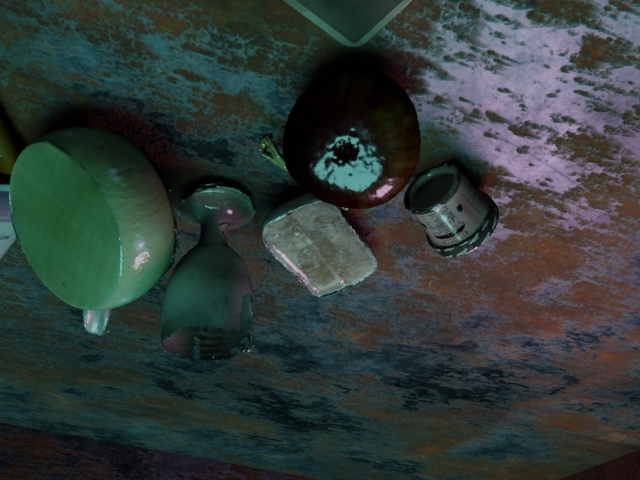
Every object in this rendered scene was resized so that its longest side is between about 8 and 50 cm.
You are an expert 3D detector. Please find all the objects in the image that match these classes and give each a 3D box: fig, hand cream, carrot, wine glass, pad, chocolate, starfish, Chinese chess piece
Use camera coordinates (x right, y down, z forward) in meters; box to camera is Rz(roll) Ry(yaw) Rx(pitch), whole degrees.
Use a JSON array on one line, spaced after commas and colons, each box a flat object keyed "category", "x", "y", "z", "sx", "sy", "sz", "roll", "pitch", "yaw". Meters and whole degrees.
[{"category": "fig", "x": 0.051, "y": -0.170, "z": 1.076, "sx": 0.234, "sy": 0.215, "sz": 0.235, "roll": 0, "pitch": 136, "yaw": 0}, {"category": "hand cream", "x": -0.743, "y": -0.031, "z": 1.449, "sx": 0.185, "sy": 0.118, "sz": 0.358, "roll": 2, "pitch": 152, "yaw": -42}, {"category": "carrot", "x": -0.624, "y": -0.208, "z": 1.226, "sx": 0.067, "sy": 0.067, "sz": 0.225, "roll": 4, "pitch": 143, "yaw": 2}, {"category": "wine glass", "x": -0.221, "y": 0.071, "z": 1.306, "sx": 0.190, "sy": 0.357, "sz": 0.190, "roll": -3, "pitch": 149, "yaw": -2}, {"category": "pad", "x": 0.008, "y": -0.396, "z": 0.933, "sx": 0.266, "sy": 0.002, "sz": 0.176, "roll": 28, "pitch": 139, "yaw": -29}, {"category": "chocolate", "x": 0.000, "y": 0.000, "z": 1.411, "sx": 0.185, "sy": 0.101, "sz": 0.303, "roll": -21, "pitch": 141, "yaw": 17}, {"category": "starfish", "x": -0.030, "y": -0.120, "z": 1.212, "sx": 0.209, "sy": 0.150, "sz": 0.053, "roll": 35, "pitch": 107, "yaw": -18}, {"category": "Chinese chess piece", "x": -0.435, "y": -0.041, "z": 1.230, "sx": 0.349, "sy": 0.146, "sz": 0.350, "roll": 13, "pitch": 114, "yaw": 30}]

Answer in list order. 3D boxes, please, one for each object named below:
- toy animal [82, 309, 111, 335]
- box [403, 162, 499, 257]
[{"category": "toy animal", "x": -0.499, "y": 0.075, "z": 1.494, "sx": 0.154, "sy": 0.208, "sz": 0.325, "roll": -19, "pitch": 152, "yaw": -41}, {"category": "box", "x": 0.248, "y": -0.064, "z": 1.254, "sx": 0.151, "sy": 0.151, "sz": 0.135, "roll": -24, "pitch": 128, "yaw": 35}]
